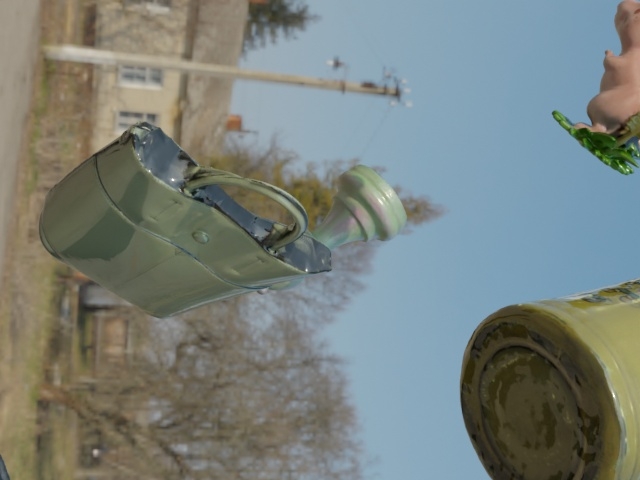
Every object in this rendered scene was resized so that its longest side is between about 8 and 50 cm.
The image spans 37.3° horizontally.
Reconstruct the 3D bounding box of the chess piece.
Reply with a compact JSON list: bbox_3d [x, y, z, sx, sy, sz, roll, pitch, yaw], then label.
[{"bbox_3d":[0.000,0.000,1.565,0.139,0.272,0.139,50,-12,15],"label":"chess piece"}]

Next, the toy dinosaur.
[{"bbox_3d":[0.392,-0.176,1.146,0.177,0.152,0.194,-50,-136,22],"label":"toy dinosaur"}]

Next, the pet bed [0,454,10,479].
[{"bbox_3d":[-0.454,0.294,1.007,0.211,0.159,0.183,-39,116,-53],"label":"pet bed"}]

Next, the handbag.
[{"bbox_3d":[-0.122,-0.024,0.924,0.315,0.241,0.109,-21,-137,46],"label":"handbag"}]

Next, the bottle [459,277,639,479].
[{"bbox_3d":[0.304,0.107,0.809,0.171,0.351,0.171,26,-59,54],"label":"bottle"}]
